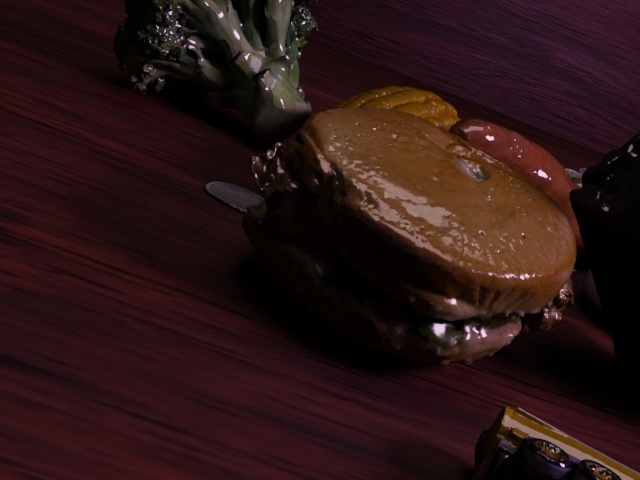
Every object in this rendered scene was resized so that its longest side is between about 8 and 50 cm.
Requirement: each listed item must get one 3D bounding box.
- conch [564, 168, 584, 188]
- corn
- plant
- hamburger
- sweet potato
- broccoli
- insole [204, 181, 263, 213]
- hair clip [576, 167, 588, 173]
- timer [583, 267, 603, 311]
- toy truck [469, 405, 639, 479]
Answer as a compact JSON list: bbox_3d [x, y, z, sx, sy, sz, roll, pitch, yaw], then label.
[{"bbox_3d":[0.390,-0.037,0.943,0.234,0.114,0.137,18,32,-28],"label":"conch"},{"bbox_3d":[0.073,-0.097,0.732,0.131,0.131,0.344,26,21,11],"label":"corn"},{"bbox_3d":[0.293,0.037,0.499,0.256,0.164,0.142,54,52,-9],"label":"plant"},{"bbox_3d":[0.062,0.003,0.462,0.215,0.122,0.189,31,28,14],"label":"hamburger"},{"bbox_3d":[0.248,-0.043,0.790,0.355,0.095,0.106,28,-1,-31],"label":"sweet potato"},{"bbox_3d":[-0.107,-0.242,0.825,0.270,0.270,0.270,-8,68,-55],"label":"broccoli"},{"bbox_3d":[0.000,-0.001,0.578,0.232,0.003,0.080,29,20,20],"label":"insole"},{"bbox_3d":[0.561,-0.074,1.279,0.300,0.069,0.173,2,27,-43],"label":"hair clip"},{"bbox_3d":[0.401,0.075,0.680,0.262,0.087,0.237,33,22,29],"label":"timer"},{"bbox_3d":[0.127,0.124,0.311,0.123,0.052,0.063,26,13,16],"label":"toy truck"}]
